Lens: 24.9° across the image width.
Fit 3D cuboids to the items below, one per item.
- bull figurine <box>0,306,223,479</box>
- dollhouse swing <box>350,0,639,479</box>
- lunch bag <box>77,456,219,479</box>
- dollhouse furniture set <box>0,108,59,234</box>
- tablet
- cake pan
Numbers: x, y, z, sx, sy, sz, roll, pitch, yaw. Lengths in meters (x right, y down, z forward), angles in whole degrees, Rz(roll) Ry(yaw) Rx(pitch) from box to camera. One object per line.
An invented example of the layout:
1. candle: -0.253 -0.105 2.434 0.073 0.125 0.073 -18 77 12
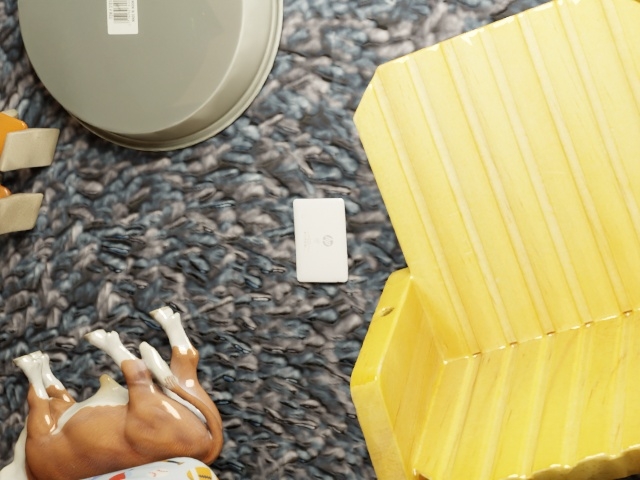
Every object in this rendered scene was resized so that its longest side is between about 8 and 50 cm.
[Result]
1. bull figurine: -0.241 0.196 1.509 0.310 0.101 0.188 -20 89 23
2. dollhouse swing: 0.179 -0.003 1.230 0.346 0.315 0.305 -17 112 23
3. lunch bag: -0.171 0.375 1.418 0.243 0.115 0.303 -17 98 19
4. dollhouse furniture set: -0.445 -0.057 1.531 0.262 0.135 0.259 23 105 16
5. tablet: 0.000 0.000 1.438 0.054 0.006 0.083 0 98 21
6. cake pan: -0.181 -0.233 1.448 0.293 0.054 0.293 3 99 21
